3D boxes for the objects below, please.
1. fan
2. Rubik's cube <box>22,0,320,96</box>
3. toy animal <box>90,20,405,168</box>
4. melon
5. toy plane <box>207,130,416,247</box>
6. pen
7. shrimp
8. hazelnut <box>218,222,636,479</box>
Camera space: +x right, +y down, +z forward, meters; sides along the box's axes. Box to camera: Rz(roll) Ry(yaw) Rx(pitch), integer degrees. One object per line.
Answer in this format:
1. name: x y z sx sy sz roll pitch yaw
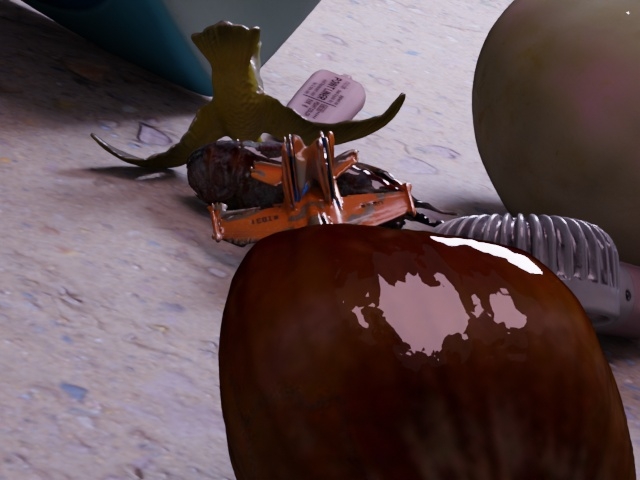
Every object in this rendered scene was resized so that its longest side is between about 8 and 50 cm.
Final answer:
1. fan: 0.161 0.034 1.264 0.130 0.074 0.244 -6 -12 40
2. Rubik's cube: -0.143 -0.367 1.527 0.352 0.347 0.351 31 -14 26
3. toy animal: -0.050 -0.102 1.392 0.219 0.095 0.155 -8 -3 1
4. melon: 0.235 -0.086 1.471 0.223 0.223 0.317 10 21 -23
5. toy plane: 0.001 0.008 1.225 0.135 0.062 0.188 -9 53 -3
6. pen: 0.004 -0.114 1.615 0.053 0.032 0.197 20 20 5
7. shrimp: 0.001 -0.029 1.325 0.190 0.073 0.075 7 63 -6
8. hazelnut: 0.049 0.088 0.917 0.212 0.181 0.181 8 -7 -32
